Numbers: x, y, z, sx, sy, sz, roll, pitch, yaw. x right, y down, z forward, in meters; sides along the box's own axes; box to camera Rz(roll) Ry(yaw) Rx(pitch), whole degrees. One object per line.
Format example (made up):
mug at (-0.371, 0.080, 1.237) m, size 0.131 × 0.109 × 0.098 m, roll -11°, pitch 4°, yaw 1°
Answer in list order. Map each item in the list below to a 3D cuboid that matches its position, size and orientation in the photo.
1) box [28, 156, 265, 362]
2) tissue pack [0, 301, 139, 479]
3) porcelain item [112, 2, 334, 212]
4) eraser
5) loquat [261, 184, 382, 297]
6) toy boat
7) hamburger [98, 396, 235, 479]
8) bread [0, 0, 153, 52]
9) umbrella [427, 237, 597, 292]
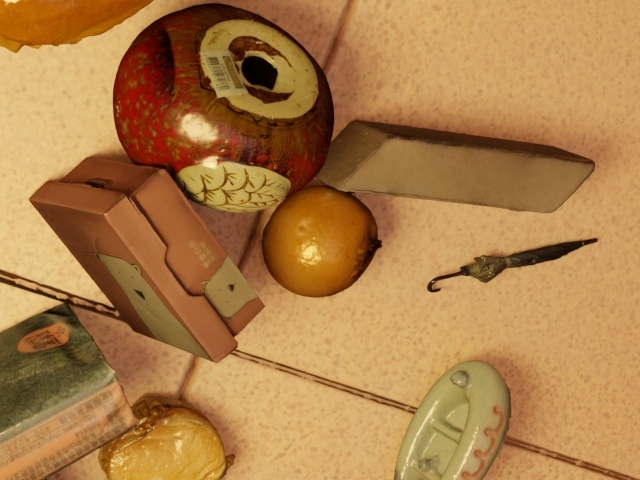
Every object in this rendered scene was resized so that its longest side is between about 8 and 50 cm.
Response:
box at (-0.190, 0.015, 1.363) m, size 0.086 × 0.215 × 0.215 m, roll -44°, pitch 117°, yaw -22°
tissue pack at (-0.368, 0.202, 1.324) m, size 0.316 × 0.228 × 0.103 m, roll -28°, pitch 114°, yaw -14°
porcelain item at (-0.119, -0.130, 1.377) m, size 0.253 × 0.253 × 0.253 m, roll -7°, pitch 107°, yaw -22°
eraser at (0.165, -0.090, 1.542) m, size 0.352 × 0.111 × 0.077 m, roll 5°, pitch 102°, yaw -25°
loquat at (0.000, 0.000, 1.484) m, size 0.141 × 0.141 × 0.141 m, roll -7°, pitch 107°, yaw -22°
toy boat at (0.167, 0.250, 1.625) m, size 0.079 × 0.134 × 0.207 m, roll 31°, pitch 89°, yaw -37°
hamburger at (-0.187, 0.261, 1.505) m, size 0.138 × 0.083 × 0.147 m, roll -43°, pitch 115°, yaw -3°
bread at (-0.217, -0.353, 1.260) m, size 0.388 × 0.183 × 0.236 m, roll -45°, pitch 114°, yaw -6°
umbrella at (0.262, 0.025, 1.660) m, size 0.269 × 0.044 × 0.044 m, roll -16°, pitch 138°, yaw -21°
